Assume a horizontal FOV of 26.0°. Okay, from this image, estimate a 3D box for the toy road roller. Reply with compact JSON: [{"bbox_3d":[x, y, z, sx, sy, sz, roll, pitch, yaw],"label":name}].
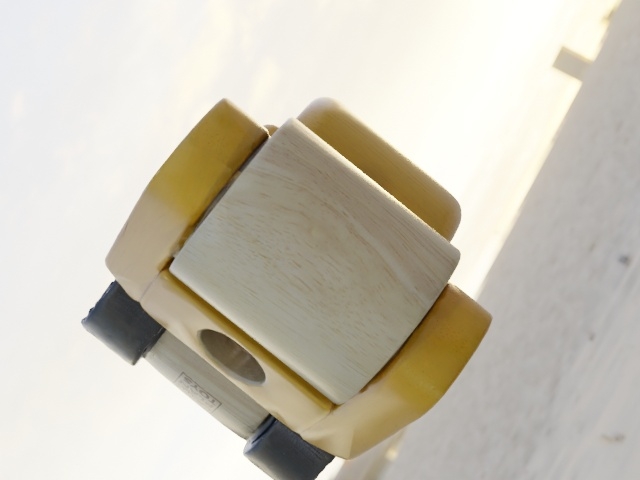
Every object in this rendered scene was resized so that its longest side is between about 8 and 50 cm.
[{"bbox_3d":[0.000,0.000,0.922,0.241,0.202,0.329,-52,3,-25],"label":"toy road roller"}]
